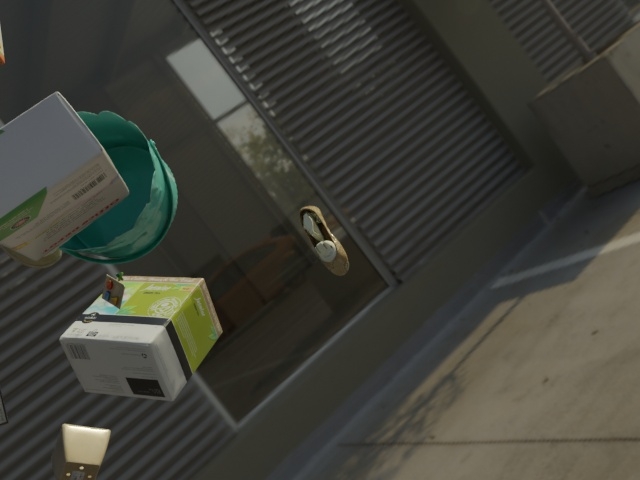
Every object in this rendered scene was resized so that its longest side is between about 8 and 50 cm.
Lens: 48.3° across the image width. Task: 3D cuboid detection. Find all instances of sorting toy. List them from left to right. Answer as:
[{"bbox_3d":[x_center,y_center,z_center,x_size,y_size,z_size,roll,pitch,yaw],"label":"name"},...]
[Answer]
[{"bbox_3d":[-0.435,0.097,1.501,0.012,0.062,0.083,-13,-55,-56],"label":"sorting toy"}]

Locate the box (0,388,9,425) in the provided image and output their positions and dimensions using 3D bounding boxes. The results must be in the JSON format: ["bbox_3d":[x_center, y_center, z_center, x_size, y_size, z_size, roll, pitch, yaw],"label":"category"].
[{"bbox_3d":[-0.810,0.352,1.740,0.036,0.137,0.225,-15,15,-29],"label":"box"}]

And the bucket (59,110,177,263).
[{"bbox_3d":[-0.416,-0.093,1.369,0.281,0.281,0.183,-38,-13,1],"label":"bucket"}]

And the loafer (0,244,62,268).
[{"bbox_3d":[-0.651,-0.052,1.501,0.102,0.268,0.092,-44,-4,-34],"label":"loafer"}]

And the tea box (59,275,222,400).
[{"bbox_3d":[-0.529,0.284,2.150,0.328,0.220,0.324,0,31,23],"label":"tea box"}]

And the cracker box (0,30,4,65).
[{"bbox_3d":[-0.841,-0.538,1.726,0.067,0.232,0.156,-23,-38,-2],"label":"cracker box"}]

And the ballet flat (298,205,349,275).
[{"bbox_3d":[0.000,0.000,1.791,0.073,0.206,0.067,-41,-24,19],"label":"ballet flat"}]

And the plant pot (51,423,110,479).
[{"bbox_3d":[-0.534,0.488,1.588,0.109,0.109,0.096,-65,25,22],"label":"plant pot"}]

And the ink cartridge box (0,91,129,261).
[{"bbox_3d":[-0.427,-0.086,1.109,0.201,0.117,0.278,-38,-3,-11],"label":"ink cartridge box"}]
